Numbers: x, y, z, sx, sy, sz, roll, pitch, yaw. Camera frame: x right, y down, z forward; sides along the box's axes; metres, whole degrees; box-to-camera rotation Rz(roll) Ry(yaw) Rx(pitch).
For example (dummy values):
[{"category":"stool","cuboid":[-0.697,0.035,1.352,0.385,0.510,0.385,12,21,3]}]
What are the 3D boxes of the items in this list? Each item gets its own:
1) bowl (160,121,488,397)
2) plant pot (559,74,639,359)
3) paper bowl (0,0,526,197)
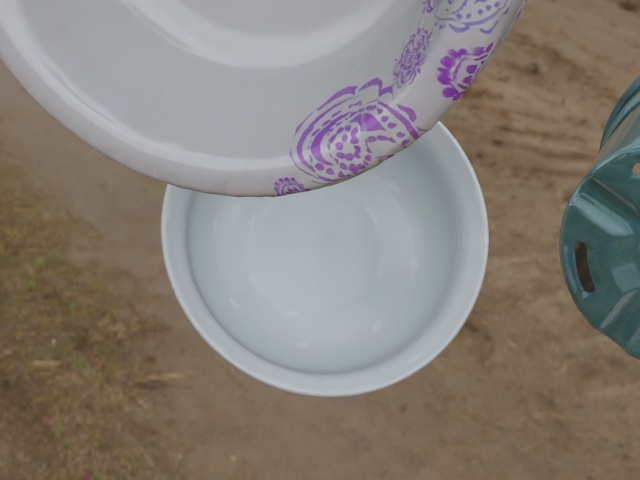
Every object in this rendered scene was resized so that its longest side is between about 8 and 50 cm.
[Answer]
[{"category":"bowl","cuboid":[0.000,0.000,1.084,0.297,0.298,0.134,7,-9,-5]},{"category":"plant pot","cuboid":[0.439,-0.032,1.293,0.341,0.341,0.334,22,27,21]},{"category":"paper bowl","cuboid":[-0.028,-0.174,0.544,0.284,0.284,0.148,18,28,15]}]
